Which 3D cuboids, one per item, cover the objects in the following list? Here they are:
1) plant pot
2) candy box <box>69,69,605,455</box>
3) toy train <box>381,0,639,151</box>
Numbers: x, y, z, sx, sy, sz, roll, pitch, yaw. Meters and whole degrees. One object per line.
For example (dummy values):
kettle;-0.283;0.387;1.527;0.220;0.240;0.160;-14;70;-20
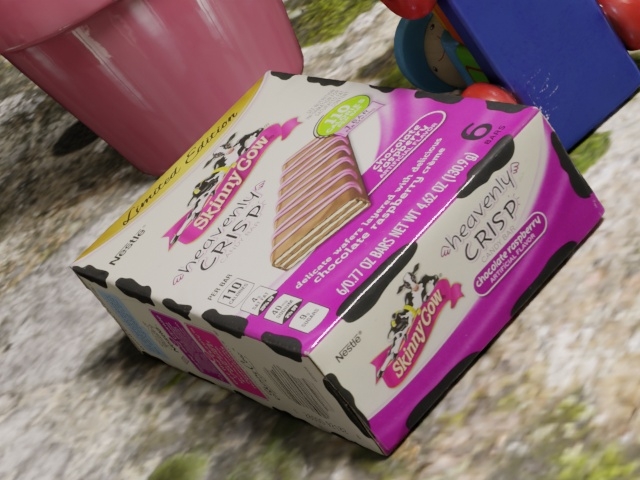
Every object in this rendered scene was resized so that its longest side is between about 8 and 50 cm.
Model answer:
plant pot;-0.110;-0.147;1.150;0.201;0.180;0.201;-28;28;16
candy box;0.000;0.000;0.913;0.159;0.071;0.233;-46;29;-19
toy train;0.046;-0.160;0.928;0.105;0.248;0.143;-41;23;-10
